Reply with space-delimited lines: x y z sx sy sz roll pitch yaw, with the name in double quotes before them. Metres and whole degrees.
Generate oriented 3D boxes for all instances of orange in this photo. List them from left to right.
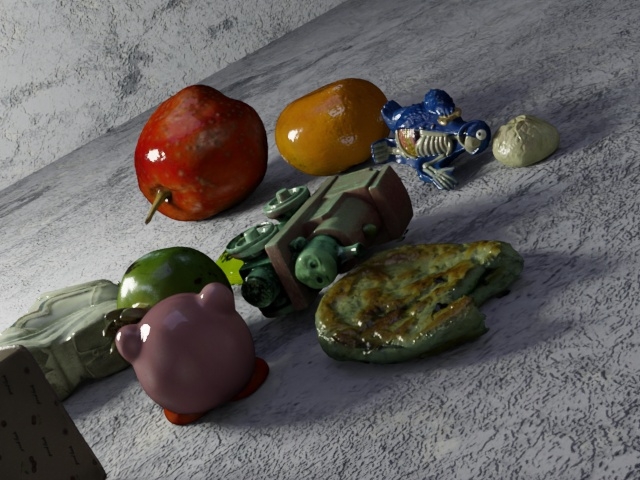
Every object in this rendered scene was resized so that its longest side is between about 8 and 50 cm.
"orange" 0.028 -0.222 2.162 0.240 0.171 0.240 -22 13 5

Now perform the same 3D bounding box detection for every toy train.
"toy train" 0.000 0.000 1.673 0.221 0.150 0.304 -16 21 30

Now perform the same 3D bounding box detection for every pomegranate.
"pomegranate" -0.235 0.107 1.621 0.187 0.187 0.225 -11 10 33

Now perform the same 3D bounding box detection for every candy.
"candy" -0.100 0.016 1.876 0.149 0.069 0.246 -10 24 41

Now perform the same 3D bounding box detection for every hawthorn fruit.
"hawthorn fruit" -0.267 -0.154 2.250 0.287 0.287 0.330 0 46 50

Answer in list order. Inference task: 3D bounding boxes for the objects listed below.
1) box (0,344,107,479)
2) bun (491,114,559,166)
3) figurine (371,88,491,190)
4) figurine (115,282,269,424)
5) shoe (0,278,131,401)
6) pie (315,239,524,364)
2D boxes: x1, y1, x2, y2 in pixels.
"box" -0.461 0.310 1.341 0.190 0.225 0.297 -14 22 33
"bun" 0.343 -0.172 1.824 0.115 0.069 0.115 -21 22 9
"figurine" 0.210 -0.185 1.934 0.120 0.164 0.262 11 11 -38
"figurine" -0.175 0.152 1.478 0.173 0.173 0.173 -22 20 9
"shoe" -0.452 0.169 1.790 0.342 0.132 0.210 -24 28 -10
"pie" 0.129 0.076 1.465 0.302 0.067 0.302 -22 22 9
